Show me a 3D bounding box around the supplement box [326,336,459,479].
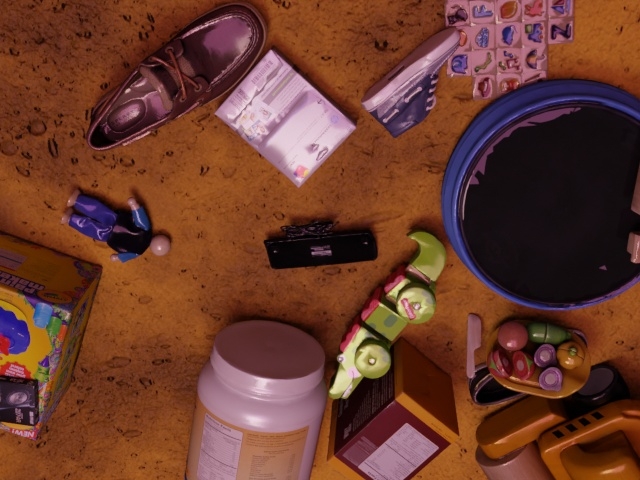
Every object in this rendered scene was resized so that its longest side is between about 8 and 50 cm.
[{"bbox_3d":[0.125,0.313,1.537,0.129,0.191,0.194,39,109,-12],"label":"supplement box"}]

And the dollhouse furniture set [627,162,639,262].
[{"bbox_3d":[0.648,-0.055,1.296,0.303,0.174,0.356,-3,113,-12],"label":"dollhouse furniture set"}]

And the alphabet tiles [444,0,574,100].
[{"bbox_3d":[0.292,-0.338,1.352,0.198,0.009,0.237,-4,113,6],"label":"alphabet tiles"}]

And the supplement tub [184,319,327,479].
[{"bbox_3d":[-0.112,0.323,1.540,0.228,0.228,0.316,11,113,0],"label":"supplement tub"}]

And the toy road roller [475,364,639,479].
[{"bbox_3d":[0.449,0.392,1.517,0.329,0.240,0.202,-30,107,15],"label":"toy road roller"}]

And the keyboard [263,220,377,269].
[{"bbox_3d":[0.000,0.000,1.510,0.192,0.038,0.100,-5,135,6],"label":"keyboard"}]

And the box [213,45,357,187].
[{"bbox_3d":[-0.056,-0.200,1.420,0.186,0.038,0.145,41,110,-11],"label":"box"}]

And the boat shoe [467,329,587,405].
[{"bbox_3d":[0.371,0.232,1.550,0.227,0.069,0.081,-27,107,15],"label":"boat shoe"}]

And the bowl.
[{"bbox_3d":[0.394,-0.064,1.416,0.391,0.077,0.391,1,113,2],"label":"bowl"}]

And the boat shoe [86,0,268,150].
[{"bbox_3d":[-0.232,-0.247,1.368,0.342,0.123,0.123,-29,108,15],"label":"boat shoe"}]

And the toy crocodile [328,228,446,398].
[{"bbox_3d":[0.110,0.133,1.507,0.105,0.115,0.340,34,109,-4],"label":"toy crocodile"}]

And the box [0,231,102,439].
[{"bbox_3d":[-0.576,0.151,1.533,0.289,0.177,0.279,19,114,-4],"label":"box"}]

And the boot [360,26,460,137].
[{"bbox_3d":[0.161,-0.247,1.375,0.190,0.069,0.086,-36,113,25],"label":"boot"}]

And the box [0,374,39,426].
[{"bbox_3d":[-0.511,0.271,1.472,0.067,0.018,0.083,9,114,2],"label":"box"}]

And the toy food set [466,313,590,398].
[{"bbox_3d":[0.352,0.191,1.483,0.217,0.071,0.128,9,71,11],"label":"toy food set"}]

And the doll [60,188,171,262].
[{"bbox_3d":[-0.348,-0.023,1.512,0.189,0.046,0.129,25,113,-6],"label":"doll"}]
